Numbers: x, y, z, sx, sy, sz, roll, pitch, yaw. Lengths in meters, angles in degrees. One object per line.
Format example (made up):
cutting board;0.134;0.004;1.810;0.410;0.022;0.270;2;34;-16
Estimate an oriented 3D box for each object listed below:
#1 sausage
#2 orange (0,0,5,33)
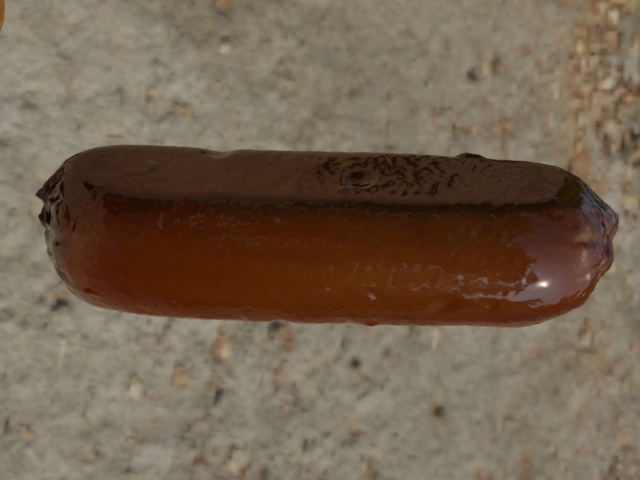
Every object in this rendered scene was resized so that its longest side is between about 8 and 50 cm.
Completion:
sausage;0.000;-0.001;0.787;0.094;0.348;0.097;-80;170;-65
orange;-0.300;-0.187;1.008;0.117;0.135;0.136;-55;138;-32
